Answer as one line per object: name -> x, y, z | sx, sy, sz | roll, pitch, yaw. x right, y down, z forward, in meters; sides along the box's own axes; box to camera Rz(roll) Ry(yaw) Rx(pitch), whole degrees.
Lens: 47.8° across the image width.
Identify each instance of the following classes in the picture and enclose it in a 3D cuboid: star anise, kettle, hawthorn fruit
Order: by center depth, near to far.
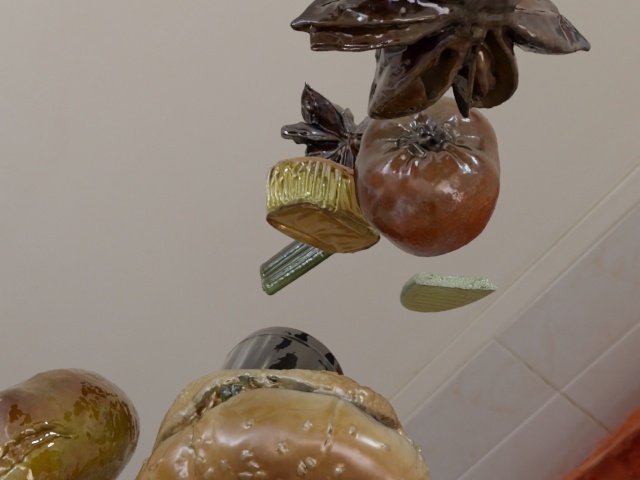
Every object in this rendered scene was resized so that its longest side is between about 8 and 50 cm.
star anise -> 0.137, -0.235, 0.662 | 0.315, 0.315, 0.108 | 29, 23, -38
hawthorn fruit -> 0.145, -0.062, 0.941 | 0.199, 0.199, 0.251 | 54, -5, 34
kettle -> -0.103, 0.285, 1.075 | 0.207, 0.251, 0.271 | 46, 22, -2
star anise -> 0.035, -0.188, 1.405 | 0.283, 0.212, 0.129 | 3, -7, -29

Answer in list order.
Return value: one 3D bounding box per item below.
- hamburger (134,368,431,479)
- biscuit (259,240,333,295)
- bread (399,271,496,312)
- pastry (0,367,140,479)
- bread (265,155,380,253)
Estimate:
hamburger -> -0.040, 0.229, 0.613 | 0.243, 0.286, 0.146 | 39, 23, -16
biscuit -> 0.000, 0.000, 1.507 | 0.038, 0.323, 0.099 | 48, 13, -38
bread -> 0.211, 0.095, 1.302 | 0.193, 0.112, 0.036 | 7, 57, -31
pastry -> -0.383, 0.307, 0.912 | 0.164, 0.356, 0.356 | 48, 18, 22
bread -> 0.006, -0.058, 1.102 | 0.191, 0.132, 0.114 | 20, 65, -40
